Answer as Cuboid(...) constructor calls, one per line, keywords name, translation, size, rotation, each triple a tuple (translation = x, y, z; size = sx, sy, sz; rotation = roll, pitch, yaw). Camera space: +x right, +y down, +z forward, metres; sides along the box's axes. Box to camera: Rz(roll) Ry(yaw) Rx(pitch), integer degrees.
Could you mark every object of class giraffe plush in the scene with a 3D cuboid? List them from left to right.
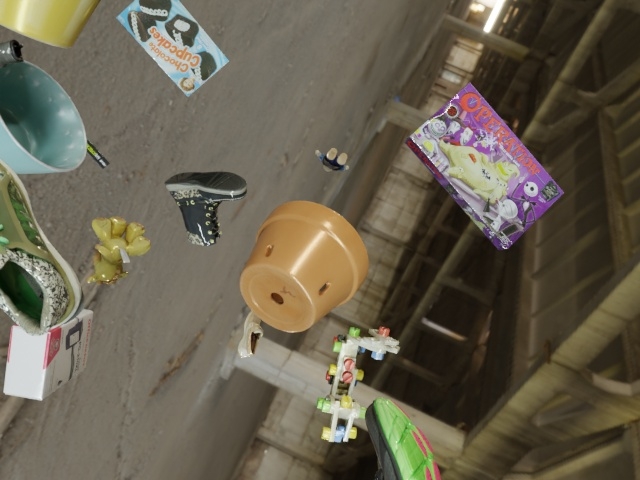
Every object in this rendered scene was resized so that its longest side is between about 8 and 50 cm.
Cuboid(name="giraffe plush", translation=(-0.638, 0.051, 1.718), size=(0.170, 0.181, 0.210), rotation=(-54, -146, 29))

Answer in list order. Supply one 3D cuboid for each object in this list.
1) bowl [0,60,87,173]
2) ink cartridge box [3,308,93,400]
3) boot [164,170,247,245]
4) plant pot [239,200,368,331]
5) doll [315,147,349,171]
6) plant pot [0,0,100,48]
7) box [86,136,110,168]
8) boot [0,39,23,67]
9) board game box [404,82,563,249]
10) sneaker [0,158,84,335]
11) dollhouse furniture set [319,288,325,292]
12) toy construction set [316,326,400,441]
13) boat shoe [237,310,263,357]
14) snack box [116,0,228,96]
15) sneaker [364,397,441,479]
Cuboid(name="bowl", translation=(-0.794, -0.300, 1.478), size=(0.163, 0.311, 0.311), rotation=(-20, -172, 16))
Cuboid(name="ink cartridge box", translation=(-0.685, 0.276, 1.420), size=(0.237, 0.100, 0.171), rotation=(-74, 174, -84))
Cuboid(name="boot", translation=(-0.262, -0.075, 1.369), size=(0.085, 0.236, 0.178), rotation=(-48, 135, -46))
Cuboid(name="plant pot", translation=(-0.058, 0.079, 1.327), size=(0.203, 0.291, 0.290), rotation=(-51, 166, -45))
Cuboid(name="doll", translation=(0.038, -0.270, 1.885), size=(0.046, 0.129, 0.189), rotation=(-65, -176, -6))
Cuboid(name="plant pot", translation=(-0.517, -0.510, 1.049), size=(0.239, 0.254, 0.254), rotation=(-63, 176, 15))
Cuboid(name="box", translation=(-0.950, -0.391, 2.248), size=(0.045, 0.191, 0.184), rotation=(-41, 133, -12))
Cuboid(name="boot", translation=(-0.761, -0.411, 1.270), size=(0.246, 0.161, 0.083), rotation=(26, -54, 59))
Cuboid(name="board game box", translation=(0.386, -0.173, 1.311), size=(0.208, 0.347, 0.056), rotation=(-43, -177, -15))
Cuboid(name="sneaker", translation=(-0.548, -0.004, 0.935), size=(0.158, 0.410, 0.182), rotation=(-35, -160, -11))
Cuboid(name="dollhouse furniture set", translation=(0.002, 0.129, 1.665), size=(0.114, 0.081, 0.091), rotation=(-45, -177, 31))
Cuboid(name="toy construction set", translation=(0.084, 0.365, 1.511), size=(0.327, 0.151, 0.215), rotation=(-63, -175, 4))
Cuboid(name="boat shoe", translation=(-0.215, 0.302, 1.809), size=(0.063, 0.059, 0.170), rotation=(51, 41, -45))
Cuboid(name="snack box", translation=(-0.477, -0.656, 1.817), size=(0.187, 0.322, 0.060), rotation=(-40, -150, 4))
Cuboid(name="sneaker", translation=(0.144, 0.554, 1.103), size=(0.185, 0.202, 0.482), rotation=(38, 37, -55))
